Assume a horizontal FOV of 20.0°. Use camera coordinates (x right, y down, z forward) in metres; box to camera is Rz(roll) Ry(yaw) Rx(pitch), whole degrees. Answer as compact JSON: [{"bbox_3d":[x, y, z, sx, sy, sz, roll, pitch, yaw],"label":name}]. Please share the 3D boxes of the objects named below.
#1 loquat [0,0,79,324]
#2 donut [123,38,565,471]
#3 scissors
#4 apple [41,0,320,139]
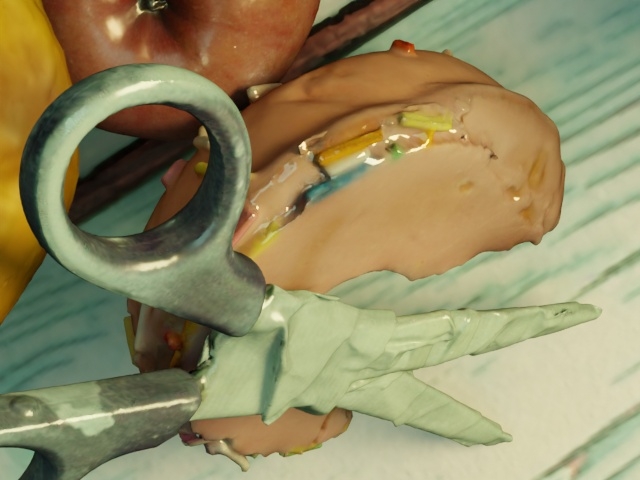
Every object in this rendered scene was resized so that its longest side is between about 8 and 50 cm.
[{"bbox_3d":[-0.243,-0.042,0.766,0.276,0.284,0.276,3,80,-17],"label":"loquat"},{"bbox_3d":[0.000,0.000,0.849,0.233,0.199,0.085,-43,58,9],"label":"donut"},{"bbox_3d":[-0.015,0.055,0.800,0.383,0.029,0.256,9,122,-47],"label":"scissors"},{"bbox_3d":[-0.073,-0.120,0.831,0.153,0.120,0.153,0,106,-1],"label":"apple"}]
